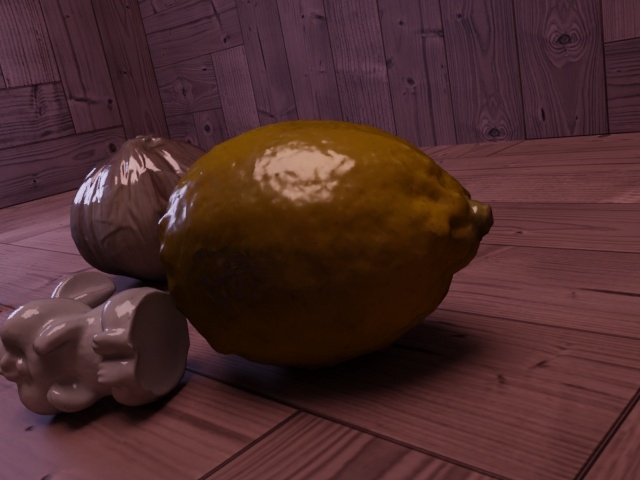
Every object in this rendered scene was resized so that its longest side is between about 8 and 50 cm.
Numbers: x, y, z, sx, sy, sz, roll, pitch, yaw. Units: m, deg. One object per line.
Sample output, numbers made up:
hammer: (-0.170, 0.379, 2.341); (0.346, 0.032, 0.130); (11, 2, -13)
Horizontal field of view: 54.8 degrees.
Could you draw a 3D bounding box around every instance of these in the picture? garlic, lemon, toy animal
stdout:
garlic: (-0.310, -0.063, 1.136); (0.317, 0.259, 0.317); (-5, 16, 2)
lemon: (-0.007, 0.001, 0.662); (0.316, 0.285, 0.285); (-15, 15, -10)
toy animal: (-0.243, 0.110, 0.685); (0.193, 0.128, 0.178); (-5, 13, 27)
